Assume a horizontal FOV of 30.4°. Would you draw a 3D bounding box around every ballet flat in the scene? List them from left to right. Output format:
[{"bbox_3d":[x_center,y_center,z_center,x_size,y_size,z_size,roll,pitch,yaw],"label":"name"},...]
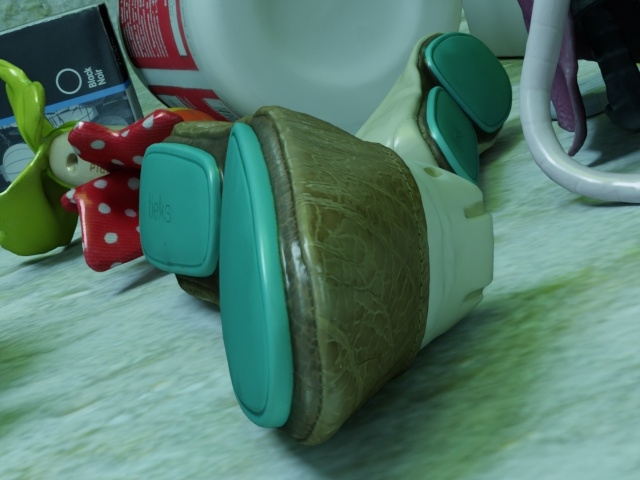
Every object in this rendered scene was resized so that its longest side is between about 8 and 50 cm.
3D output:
[{"bbox_3d":[0.000,0.000,0.516,0.124,0.116,0.342,-1,6,-15],"label":"ballet flat"},{"bbox_3d":[0.063,-0.071,0.737,0.086,0.086,0.248,-12,16,20],"label":"ballet flat"}]

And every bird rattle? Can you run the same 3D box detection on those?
[{"bbox_3d":[-0.116,-0.060,0.805,0.207,0.143,0.253,-8,7,-44],"label":"bird rattle"}]

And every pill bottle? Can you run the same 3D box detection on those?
[{"bbox_3d":[-0.059,-0.214,1.087,0.229,0.229,0.408,-22,15,-18],"label":"pill bottle"}]

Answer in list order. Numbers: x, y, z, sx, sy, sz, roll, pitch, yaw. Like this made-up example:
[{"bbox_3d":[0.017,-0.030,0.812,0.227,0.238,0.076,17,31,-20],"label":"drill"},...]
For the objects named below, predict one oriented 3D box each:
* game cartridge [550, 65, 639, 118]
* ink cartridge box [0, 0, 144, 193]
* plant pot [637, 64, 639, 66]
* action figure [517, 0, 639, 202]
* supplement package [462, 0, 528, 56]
[{"bbox_3d":[0.193,-0.102,0.816,0.083,0.017,0.056,-25,13,-27],"label":"game cartridge"},{"bbox_3d":[-0.337,-0.100,1.109,0.333,0.165,0.065,-17,16,2],"label":"ink cartridge box"},{"bbox_3d":[0.311,-0.271,0.868,0.254,0.239,0.254,-17,14,4],"label":"plant pot"},{"bbox_3d":[0.129,-0.227,0.644,0.248,0.370,0.276,-8,21,41],"label":"action figure"},{"bbox_3d":[0.277,-0.306,1.108,0.263,0.199,0.198,-21,14,-16],"label":"supplement package"}]
